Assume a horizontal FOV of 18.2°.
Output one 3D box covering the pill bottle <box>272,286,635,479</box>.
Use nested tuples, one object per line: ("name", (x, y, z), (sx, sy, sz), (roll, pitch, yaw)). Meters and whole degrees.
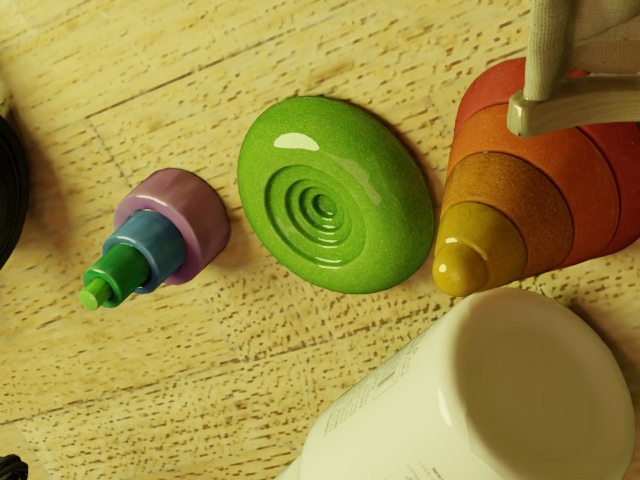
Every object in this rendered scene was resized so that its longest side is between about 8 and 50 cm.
("pill bottle", (0.063, 0.131, 1.141), (0.131, 0.131, 0.229), (46, 137, -1))

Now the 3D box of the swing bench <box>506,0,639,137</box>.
("swing bench", (0.197, -0.093, 0.820), (0.165, 0.255, 0.253), (-7, 131, -11))

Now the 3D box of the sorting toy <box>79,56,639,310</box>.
("sorting toy", (0.000, 0.000, 1.095), (0.365, 0.126, 0.127), (-7, 117, 40))

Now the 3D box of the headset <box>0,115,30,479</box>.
("headset", (-0.303, 0.004, 1.285), (0.243, 0.185, 0.394), (-26, 93, 46))
